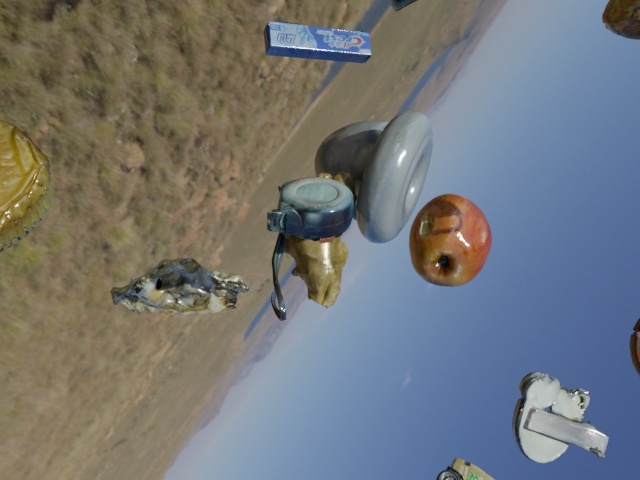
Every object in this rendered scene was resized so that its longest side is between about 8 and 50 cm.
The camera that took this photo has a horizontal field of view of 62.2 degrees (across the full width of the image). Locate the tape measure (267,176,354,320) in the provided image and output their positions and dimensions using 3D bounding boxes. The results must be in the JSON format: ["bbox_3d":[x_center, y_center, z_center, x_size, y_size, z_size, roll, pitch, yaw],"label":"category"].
[{"bbox_3d":[-0.014,0.010,0.702,0.104,0.107,0.180,-84,178,-72],"label":"tape measure"}]

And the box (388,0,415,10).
[{"bbox_3d":[0.158,-0.519,0.828,0.225,0.225,0.118,-10,-134,46],"label":"box"}]

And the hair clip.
[{"bbox_3d":[0.321,0.250,0.724,0.049,0.172,0.116,7,-105,67],"label":"hair clip"}]

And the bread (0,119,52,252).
[{"bbox_3d":[-0.583,-0.077,0.872,0.142,0.227,0.253,-34,-164,52],"label":"bread"}]

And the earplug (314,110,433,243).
[{"bbox_3d":[0.090,-0.115,0.891,0.325,0.174,0.214,-132,-120,-75],"label":"earplug"}]

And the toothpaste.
[{"bbox_3d":[-0.004,-0.491,1.320,0.053,0.272,0.066,159,-74,-66],"label":"toothpaste"}]

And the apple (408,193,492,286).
[{"bbox_3d":[0.368,0.003,1.515,0.242,0.242,0.241,-55,-174,45],"label":"apple"}]

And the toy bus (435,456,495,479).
[{"bbox_3d":[0.325,0.726,1.253,0.177,0.201,0.366,89,24,-52],"label":"toy bus"}]

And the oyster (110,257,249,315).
[{"bbox_3d":[-0.354,0.110,1.335,0.201,0.354,0.107,93,-7,-56],"label":"oyster"}]

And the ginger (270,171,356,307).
[{"bbox_3d":[-0.012,-0.008,0.778,0.081,0.115,0.206,-17,-116,62],"label":"ginger"}]

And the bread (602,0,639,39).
[{"bbox_3d":[0.536,-0.416,0.818,0.211,0.113,0.083,96,7,-50],"label":"bread"}]

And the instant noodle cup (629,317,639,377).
[{"bbox_3d":[0.690,0.178,0.930,0.230,0.230,0.182,-54,151,-12],"label":"instant noodle cup"}]
